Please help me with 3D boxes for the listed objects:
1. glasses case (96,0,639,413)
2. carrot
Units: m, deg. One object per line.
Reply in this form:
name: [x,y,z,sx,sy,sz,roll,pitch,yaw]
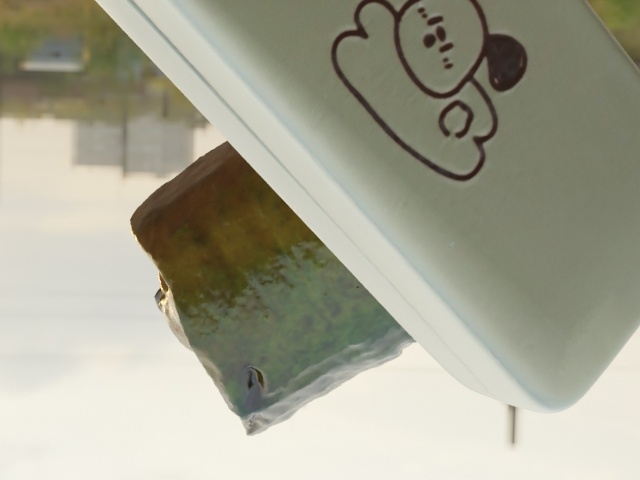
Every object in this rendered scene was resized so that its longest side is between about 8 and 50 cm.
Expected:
glasses case: [0.026,-0.074,0.702,0.313,0.131,0.070,47,164,-27]
carrot: [0.000,0.000,1.546,0.341,0.241,0.241,-34,-178,7]
